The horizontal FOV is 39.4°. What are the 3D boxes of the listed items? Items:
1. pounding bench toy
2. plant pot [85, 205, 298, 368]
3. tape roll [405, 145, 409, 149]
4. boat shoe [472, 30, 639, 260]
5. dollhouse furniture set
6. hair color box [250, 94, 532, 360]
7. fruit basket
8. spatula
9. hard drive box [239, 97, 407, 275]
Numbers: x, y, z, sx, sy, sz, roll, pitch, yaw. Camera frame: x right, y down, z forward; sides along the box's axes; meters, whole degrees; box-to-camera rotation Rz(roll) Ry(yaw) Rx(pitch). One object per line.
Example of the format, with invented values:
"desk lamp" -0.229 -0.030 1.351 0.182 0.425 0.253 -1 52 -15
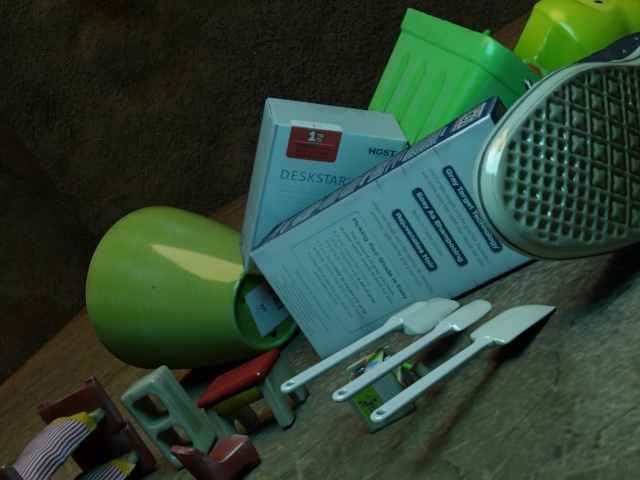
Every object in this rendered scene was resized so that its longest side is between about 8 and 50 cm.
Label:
"pounding bench toy" 0.072 0.136 0.881 0.083 0.052 0.065 -32 11 14
"plant pot" -0.172 0.084 1.392 0.294 0.274 0.275 3 36 47
"tape roll" 0.286 -0.223 1.749 0.321 0.077 0.321 -33 10 7
"boat shoe" 0.300 -0.111 0.948 0.500 0.186 0.156 -35 7 -41
"dollhouse furniture set" -0.224 0.240 1.054 0.374 0.152 0.201 -30 12 26
"hair color box" 0.106 -0.008 1.086 0.347 0.174 0.105 -29 11 26
"fruit basket" 0.283 -0.237 1.236 0.392 0.283 0.392 -45 24 26
"spatula" 0.088 0.105 0.850 0.242 0.019 0.168 -27 22 -37
"hard drive box" -0.003 -0.064 1.225 0.181 0.232 0.089 5 31 -14
